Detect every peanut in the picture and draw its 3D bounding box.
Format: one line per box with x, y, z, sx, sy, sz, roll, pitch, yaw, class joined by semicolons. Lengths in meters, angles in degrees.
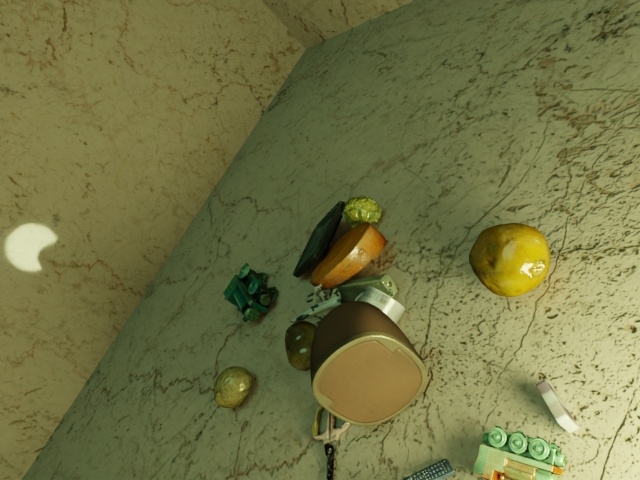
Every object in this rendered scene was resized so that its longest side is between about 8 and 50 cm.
-0.322;0.535;1.931;0.159;0.109;0.140;-55;30;-11;peanut

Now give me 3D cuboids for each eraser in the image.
0.498;0.347;1.113;0.026;0.065;0.105;-41;33;19;eraser

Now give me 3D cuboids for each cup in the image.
0.149;0.224;1.619;0.173;0.134;0.142;29;82;31;cup

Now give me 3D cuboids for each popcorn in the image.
0.155;-0.112;1.997;0.141;0.135;0.162;-19;44;52;popcorn

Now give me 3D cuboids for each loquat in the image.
0.483;0.045;1.356;0.187;0.176;0.234;-54;20;-8;loquat

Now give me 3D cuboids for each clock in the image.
0.001;0.000;2.083;0.273;0.049;0.279;-44;18;59;clock

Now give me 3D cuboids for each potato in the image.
-0.067;0.352;1.833;0.164;0.081;0.200;-44;33;8;potato

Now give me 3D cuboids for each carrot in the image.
0.089;0.066;1.855;0.307;0.100;0.258;-42;8;20;carrot

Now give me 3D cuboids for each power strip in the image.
0.139;0.165;1.762;0.272;0.078;0.052;-14;20;46;power strip

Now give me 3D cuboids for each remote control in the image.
0.234;0.551;1.218;0.152;0.027;0.043;-24;18;-4;remote control

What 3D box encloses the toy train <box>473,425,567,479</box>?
0.415;0.461;1.099;0.175;0.074;0.118;1;66;47;toy train

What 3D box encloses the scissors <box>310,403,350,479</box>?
0.029;0.576;1.512;0.160;0.024;0.318;-32;35;28;scissors

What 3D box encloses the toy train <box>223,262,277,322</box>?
-0.301;0.227;2.244;0.194;0.120;0.298;-56;30;4;toy train

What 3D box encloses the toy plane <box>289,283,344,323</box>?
-0.004;0.236;1.817;0.234;0.160;0.082;-24;3;34;toy plane

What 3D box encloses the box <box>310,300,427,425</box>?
0.111;0.318;1.437;0.301;0.301;0.216;-42;27;12;box
